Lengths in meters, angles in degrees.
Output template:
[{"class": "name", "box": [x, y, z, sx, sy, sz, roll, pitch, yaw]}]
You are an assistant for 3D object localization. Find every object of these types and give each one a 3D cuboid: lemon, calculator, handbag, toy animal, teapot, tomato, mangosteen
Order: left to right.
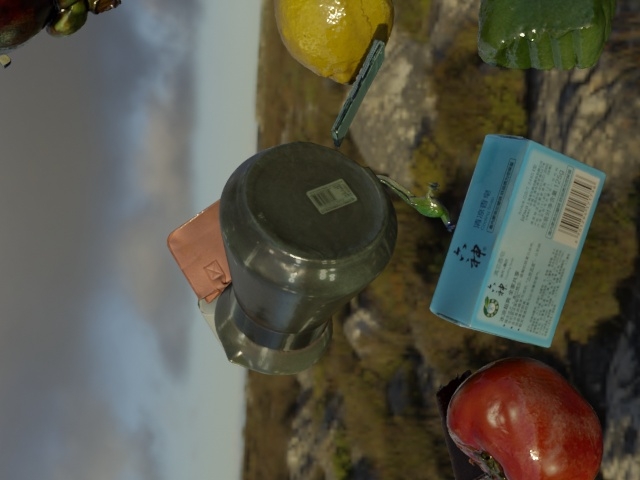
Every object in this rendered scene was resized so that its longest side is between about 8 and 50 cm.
[{"class": "mangosteen", "box": [-0.494, -0.437, 1.555, 0.306, 0.360, 0.305, 171, 90, -68]}, {"class": "handbag", "box": [-0.163, 0.002, 1.875, 0.157, 0.213, 0.059, 57, -175, 24]}, {"class": "teapot", "box": [-0.030, 0.022, 1.524, 0.300, 0.253, 0.344, -47, -12, -35]}, {"class": "lemon", "box": [0.023, -0.396, 1.747, 0.204, 0.204, 0.260, -104, 0, -78]}, {"class": "calculator", "box": [0.057, -0.222, 1.517, 0.057, 0.018, 0.172, 69, -136, -67]}, {"class": "toy animal", "box": [0.208, -0.103, 2.160, 0.075, 0.217, 0.041, -57, -1, 33]}, {"class": "tomato", "box": [0.247, 0.224, 1.209, 0.187, 0.151, 0.187, 48, 171, 10]}]

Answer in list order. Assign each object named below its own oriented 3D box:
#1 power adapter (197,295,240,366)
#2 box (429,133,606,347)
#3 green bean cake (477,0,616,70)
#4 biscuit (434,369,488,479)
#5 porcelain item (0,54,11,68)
[{"class": "power adapter", "box": [-0.161, 0.162, 2.206, 0.187, 0.124, 0.255, -91, -17, -45]}, {"class": "box", "box": [0.240, 0.001, 1.231, 0.083, 0.143, 0.232, 22, 94, 55]}, {"class": "green bean cake", "box": [0.367, -0.394, 1.651, 0.125, 0.222, 0.248, 58, -139, -57]}, {"class": "biscuit", "box": [0.308, 0.385, 2.056, 0.106, 0.070, 0.252, -43, 40, 31]}, {"class": "porcelain item", "box": [-0.612, -0.365, 1.828, 0.136, 0.021, 0.075, 51, 162, -15]}]
